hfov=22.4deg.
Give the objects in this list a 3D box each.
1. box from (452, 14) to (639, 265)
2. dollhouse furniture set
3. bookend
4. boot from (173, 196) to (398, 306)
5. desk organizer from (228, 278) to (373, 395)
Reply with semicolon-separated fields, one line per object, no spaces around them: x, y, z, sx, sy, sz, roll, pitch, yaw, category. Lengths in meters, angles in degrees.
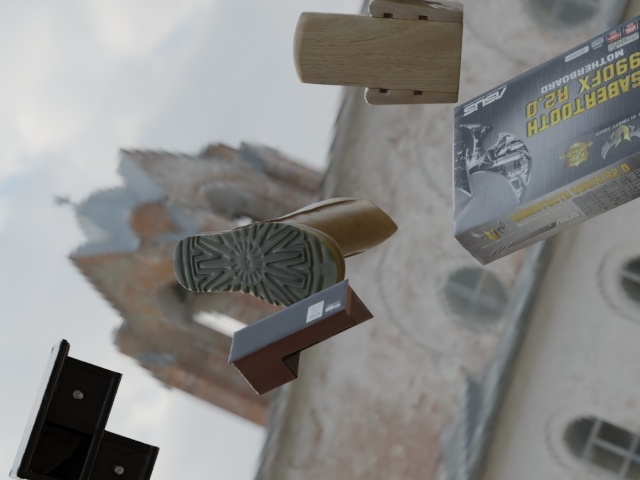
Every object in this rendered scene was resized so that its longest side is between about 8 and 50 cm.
0.235;-0.097;1.554;0.056;0.231;0.183;42;-143;-34;box
0.021;-0.283;1.292;0.303;0.198;0.286;-75;-12;-72;dollhouse furniture set
-0.240;0.209;1.767;0.072;0.157;0.156;153;136;-70;bookend
0.000;0.000;1.825;0.269;0.236;0.089;-15;-73;-51;boot
-0.017;0.092;1.508;0.050;0.130;0.047;52;-156;-27;desk organizer
